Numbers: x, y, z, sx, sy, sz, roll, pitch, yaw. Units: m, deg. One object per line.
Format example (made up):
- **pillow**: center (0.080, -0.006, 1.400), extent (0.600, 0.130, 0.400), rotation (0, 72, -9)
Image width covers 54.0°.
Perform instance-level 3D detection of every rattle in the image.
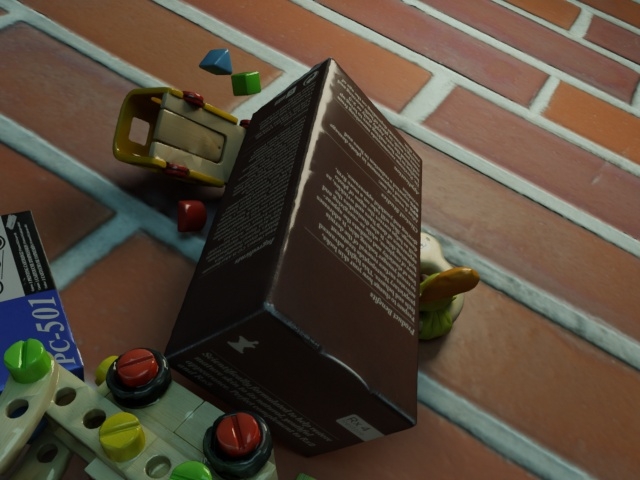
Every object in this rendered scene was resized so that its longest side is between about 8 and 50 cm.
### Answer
- **rattle**: center (0.117, 0.004, 0.746), extent (0.130, 0.142, 0.199), rotation (4, 50, 10)

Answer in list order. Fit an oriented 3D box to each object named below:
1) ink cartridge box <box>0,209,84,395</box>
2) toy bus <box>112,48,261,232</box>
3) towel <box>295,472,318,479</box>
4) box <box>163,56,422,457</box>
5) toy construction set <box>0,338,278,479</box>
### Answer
- **ink cartridge box**: center (-0.303, 0.064, 0.603), extent (0.097, 0.046, 0.207), rotation (-15, 54, -29)
- **toy bus**: center (-0.155, -0.117, 0.783), extent (0.105, 0.202, 0.191), rotation (10, 40, 38)
- **towel**: center (-0.011, 0.251, 0.550), extent (0.060, 0.009, 0.083), rotation (26, 44, 7)
- **box**: center (0.000, 0.000, 0.656), extent (0.191, 0.143, 0.381), rotation (43, 35, -27)
- **toy construction set**: center (-0.154, 0.196, 0.446), extent (0.328, 0.151, 0.215), rotation (35, 52, 15)
